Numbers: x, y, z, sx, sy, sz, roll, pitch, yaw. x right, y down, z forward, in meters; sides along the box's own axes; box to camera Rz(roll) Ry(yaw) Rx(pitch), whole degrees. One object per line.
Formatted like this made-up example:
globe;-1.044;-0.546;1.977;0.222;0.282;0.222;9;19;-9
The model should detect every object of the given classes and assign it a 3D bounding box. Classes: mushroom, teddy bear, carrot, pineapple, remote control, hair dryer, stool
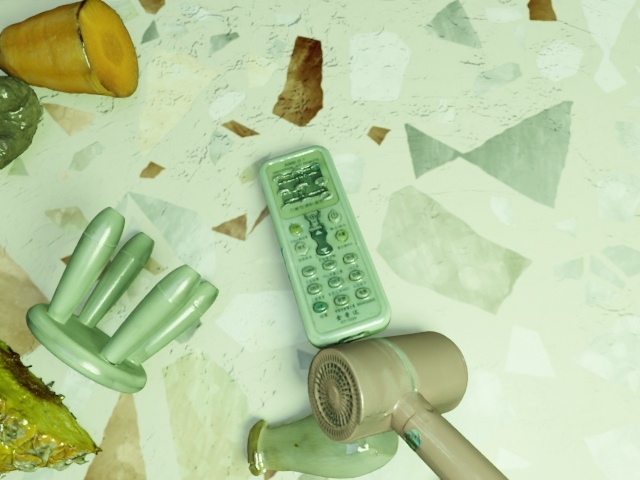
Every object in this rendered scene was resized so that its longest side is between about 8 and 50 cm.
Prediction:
mushroom;0.003;0.307;0.755;0.225;0.093;0.116;-21;57;6
teddy bear;-0.572;-0.229;0.846;0.190;0.177;0.140;23;35;4
carrot;-0.451;-0.313;0.853;0.225;0.159;0.159;-4;79;8
pineapple;-0.510;0.249;0.736;0.158;0.161;0.334;-41;84;-4
remote control;0.000;0.000;0.786;0.128;0.065;0.335;-18;62;-1
hair dryer;0.159;0.247;0.626;0.210;0.352;0.125;0;115;-35
stool;-0.286;0.092;0.743;0.195;0.195;0.199;37;80;8
